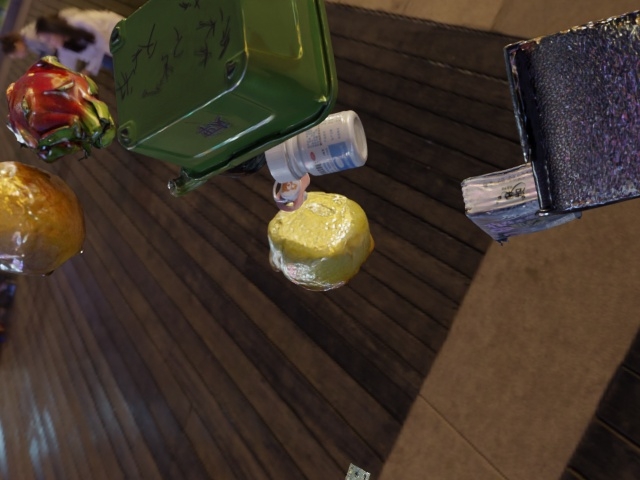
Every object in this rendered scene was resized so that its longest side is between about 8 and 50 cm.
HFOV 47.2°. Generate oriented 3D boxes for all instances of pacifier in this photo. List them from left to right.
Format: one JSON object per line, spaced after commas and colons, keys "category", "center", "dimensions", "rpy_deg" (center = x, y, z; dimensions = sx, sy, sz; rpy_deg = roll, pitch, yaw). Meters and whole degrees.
{"category": "pacifier", "center": [-0.057, -0.105, 1.576], "dimensions": [0.082, 0.078, 0.099], "rpy_deg": [11, 80, 31]}

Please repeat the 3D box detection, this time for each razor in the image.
{"category": "razor", "center": [0.136, 0.625, 1.865], "dimensions": [0.232, 0.068, 0.106], "rpy_deg": [-33, 30, 56]}

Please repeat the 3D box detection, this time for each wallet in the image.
{"category": "wallet", "center": [0.368, -0.157, 0.872], "dimensions": [0.071, 0.262, 0.220], "rpy_deg": [-37, -66, -81]}

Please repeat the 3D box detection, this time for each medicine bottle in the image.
{"category": "medicine bottle", "center": [-0.007, -0.169, 1.327], "dimensions": [0.168, 0.105, 0.105], "rpy_deg": [-11, 62, 18]}

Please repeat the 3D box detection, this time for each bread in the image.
{"category": "bread", "center": [0.000, 0.000, 1.829], "dimensions": [0.148, 0.270, 0.269], "rpy_deg": [82, 171, -45]}

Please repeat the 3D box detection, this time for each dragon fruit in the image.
{"category": "dragon fruit", "center": [-0.499, -0.222, 1.400], "dimensions": [0.269, 0.198, 0.200], "rpy_deg": [47, 113, 31]}

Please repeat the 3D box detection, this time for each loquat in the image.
{"category": "loquat", "center": [-0.570, -0.043, 1.414], "dimensions": [0.193, 0.238, 0.238], "rpy_deg": [-34, 43, 11]}

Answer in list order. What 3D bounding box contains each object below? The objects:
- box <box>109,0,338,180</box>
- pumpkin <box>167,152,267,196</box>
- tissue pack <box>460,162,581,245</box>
{"category": "box", "center": [-0.153, -0.254, 1.049], "dimensions": [0.329, 0.178, 0.252], "rpy_deg": [-20, 71, 36]}
{"category": "pumpkin", "center": [-0.235, -0.219, 1.539], "dimensions": [0.296, 0.296, 0.295], "rpy_deg": [-31, 51, 48]}
{"category": "tissue pack", "center": [0.519, -0.098, 1.851], "dimensions": [0.259, 0.361, 0.122], "rpy_deg": [-17, 74, 21]}
